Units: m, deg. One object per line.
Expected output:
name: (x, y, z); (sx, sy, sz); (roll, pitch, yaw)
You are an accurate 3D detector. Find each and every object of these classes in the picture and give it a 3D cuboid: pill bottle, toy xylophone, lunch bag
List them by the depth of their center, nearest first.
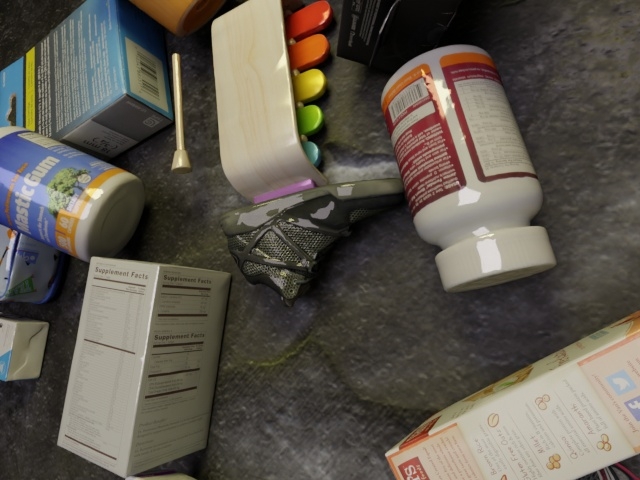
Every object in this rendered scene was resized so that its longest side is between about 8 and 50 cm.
pill bottle: (0.143, -0.067, 0.423); (0.121, 0.121, 0.220); (-19, 73, 24)
toy xylophone: (-0.099, -0.204, 0.598); (0.237, 0.081, 0.321); (-5, 79, 27)
pill bottle: (-0.432, -0.082, 0.655); (0.272, 0.152, 0.152); (23, 92, 1)
lunch bag: (-0.617, 0.000, 0.820); (0.304, 0.115, 0.242); (8, 87, 28)

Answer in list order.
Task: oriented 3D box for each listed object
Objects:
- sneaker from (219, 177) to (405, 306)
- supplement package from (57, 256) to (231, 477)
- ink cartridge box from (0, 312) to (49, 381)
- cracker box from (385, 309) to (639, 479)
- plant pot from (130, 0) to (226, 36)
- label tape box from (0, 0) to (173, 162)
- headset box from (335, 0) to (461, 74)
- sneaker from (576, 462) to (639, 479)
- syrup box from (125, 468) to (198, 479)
sneaker: (0.000, 0.000, 0.513); (0.228, 0.087, 0.130); (-16, 93, 10)
supplement package: (-0.229, 0.152, 0.572); (0.139, 0.134, 0.243); (4, 83, 29)
ink cartridge box: (-0.602, 0.195, 0.803); (0.180, 0.060, 0.104); (2, 82, 28)
cracker box: (0.184, 0.136, 0.344); (0.232, 0.156, 0.067); (-36, 66, 17)
plant pot: (-0.239, -0.426, 0.636); (0.205, 0.205, 0.188); (-39, 105, 17)
label tape box: (-0.433, -0.266, 0.772); (0.334, 0.106, 0.240); (-20, 71, 24)
headset box: (0.101, -0.326, 0.427); (0.110, 0.218, 0.292); (16, 89, -1)
sneaker: (0.135, 0.275, 0.315); (0.299, 0.120, 0.112); (-40, 73, -15)
syrup box: (-0.119, 0.347, 0.473); (0.237, 0.096, 0.093); (10, 70, 21)
